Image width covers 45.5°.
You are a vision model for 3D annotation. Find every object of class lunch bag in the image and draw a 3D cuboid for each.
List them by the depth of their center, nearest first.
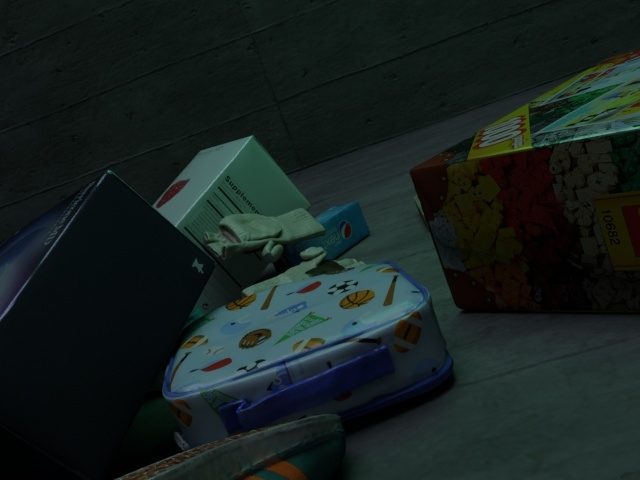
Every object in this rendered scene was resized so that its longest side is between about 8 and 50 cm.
[{"bbox_3d":[-0.024,0.128,0.818,0.304,0.114,0.243,-21,15,-4],"label":"lunch bag"}]

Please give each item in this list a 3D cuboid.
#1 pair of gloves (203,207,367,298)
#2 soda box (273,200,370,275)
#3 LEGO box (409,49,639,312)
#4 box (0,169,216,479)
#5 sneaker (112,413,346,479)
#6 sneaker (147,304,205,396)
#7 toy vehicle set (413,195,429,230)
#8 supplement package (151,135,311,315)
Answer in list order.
[{"bbox_3d":[-0.052,0.022,1.173,0.204,0.042,0.240,-11,40,-30],"label":"pair of gloves"},{"bbox_3d":[0.000,0.000,1.403,0.067,0.071,0.210,-12,15,43],"label":"soda box"},{"bbox_3d":[0.417,-0.108,0.911,0.500,0.193,0.373,-31,15,-37],"label":"LEGO box"},{"bbox_3d":[-0.319,0.114,0.868,0.294,0.183,0.296,-21,34,41],"label":"box"},{"bbox_3d":[-0.067,0.213,0.574,0.108,0.121,0.302,-22,-10,30],"label":"sneaker"},{"bbox_3d":[-0.274,0.164,1.067,0.276,0.109,0.107,-21,13,4],"label":"sneaker"},{"bbox_3d":[0.308,-0.094,1.389,0.267,0.035,0.166,-20,13,5],"label":"toy vehicle set"},{"bbox_3d":[-0.191,-0.011,1.308,0.178,0.175,0.293,-6,41,50],"label":"supplement package"}]
